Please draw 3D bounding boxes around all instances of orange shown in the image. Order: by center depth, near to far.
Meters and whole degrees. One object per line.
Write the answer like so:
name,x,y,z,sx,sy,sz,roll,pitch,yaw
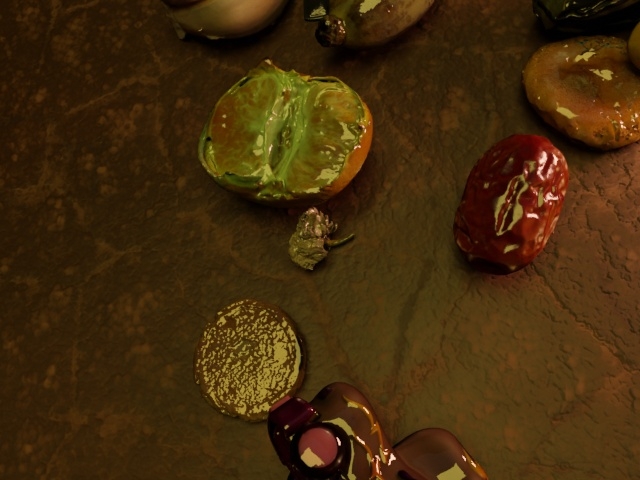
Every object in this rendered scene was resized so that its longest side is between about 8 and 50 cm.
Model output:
orange,-0.068,-0.183,1.231,0.334,0.196,0.263,8,58,9

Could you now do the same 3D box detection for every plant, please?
plant,0.000,0.000,1.229,0.121,0.104,0.117,12,111,-17

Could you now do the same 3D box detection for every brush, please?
brush,-0.010,-0.580,1.455,0.062,0.016,0.194,-6,70,7

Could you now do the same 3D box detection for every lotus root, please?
lotus root,0.115,-0.495,1.331,0.309,0.173,0.173,-40,69,-5

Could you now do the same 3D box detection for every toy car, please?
toy car,0.087,0.354,0.993,0.240,0.271,0.341,-32,67,-22

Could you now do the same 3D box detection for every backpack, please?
backpack,0.536,-0.477,1.226,0.253,0.207,0.140,-21,81,10

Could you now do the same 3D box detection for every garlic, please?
garlic,-0.209,-0.572,1.373,0.313,0.249,0.286,-26,112,3

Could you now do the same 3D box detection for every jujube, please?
jujube,0.332,-0.064,1.128,0.174,0.174,0.251,17,77,16

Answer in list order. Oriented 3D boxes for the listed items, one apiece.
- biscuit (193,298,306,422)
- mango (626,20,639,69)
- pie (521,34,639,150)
biscuit,-0.129,0.217,1.179,0.225,0.042,0.226,-3,72,10
mango,0.715,-0.400,1.181,0.195,0.142,0.332,44,79,1
pie,0.517,-0.291,1.227,0.273,0.069,0.274,0,67,1
